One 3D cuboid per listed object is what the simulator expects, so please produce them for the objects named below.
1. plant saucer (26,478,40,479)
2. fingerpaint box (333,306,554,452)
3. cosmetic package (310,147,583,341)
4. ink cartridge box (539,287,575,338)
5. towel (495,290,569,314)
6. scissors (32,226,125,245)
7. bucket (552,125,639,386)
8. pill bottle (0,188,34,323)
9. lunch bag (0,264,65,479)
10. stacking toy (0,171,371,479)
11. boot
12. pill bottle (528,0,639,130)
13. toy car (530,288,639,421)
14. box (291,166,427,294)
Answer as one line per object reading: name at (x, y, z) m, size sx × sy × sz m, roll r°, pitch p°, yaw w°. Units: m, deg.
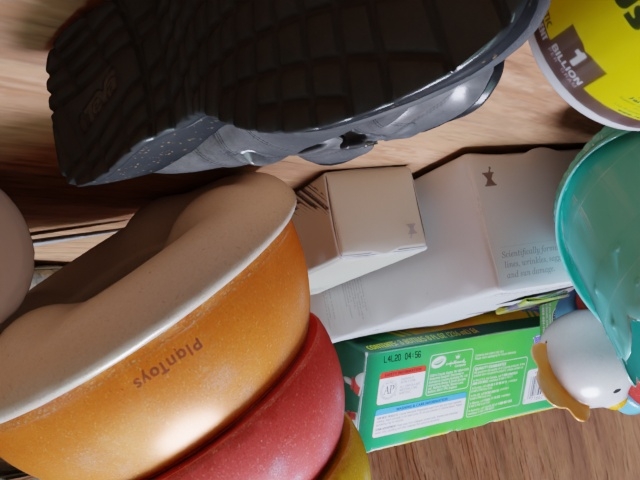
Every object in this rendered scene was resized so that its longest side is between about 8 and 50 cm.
plant saucer at (-0.337, 0.296, 1.154) m, size 0.119 × 0.021 × 0.119 m, roll -10°, pitch 170°, yaw -2°
fingerpaint box at (0.132, 0.154, 1.540) m, size 0.445 × 0.163 × 0.371 m, roll -4°, pitch -162°, yaw -34°
cosmetic package at (0.158, 0.015, 1.165) m, size 0.217 × 0.156 × 0.385 m, roll -7°, pitch 171°, yaw -30°
ink cartridge box at (0.442, 0.049, 1.317) m, size 0.121 × 0.211 × 0.289 m, roll 7°, pitch 170°, yaw -30°
towel at (0.242, 0.071, 1.103) m, size 0.060 × 0.009 × 0.083 m, roll -9°, pitch 170°, yaw -15°
scissors at (-0.349, 0.011, 0.983) m, size 0.297 × 0.021 × 0.109 m, roll -10°, pitch 169°, yaw 5°
bucket at (0.363, -0.005, 0.889) m, size 0.281 × 0.183 × 0.281 m, roll -13°, pitch 139°, yaw -11°
pill bottle at (-0.353, 0.034, 0.779) m, size 0.245 × 0.130 × 0.130 m, roll -18°, pitch 168°, yaw 39°
lunch bag at (-0.425, 0.181, 1.213) m, size 0.305 × 0.256 × 0.212 m, roll -14°, pitch 170°, yaw 25°
stacking toy at (-0.076, 0.211, 0.869) m, size 0.350 × 0.480 × 0.350 m, roll -29°, pitch -167°, yaw 7°
boot at (0.024, -0.103, 0.491) m, size 0.223 × 0.118 × 0.338 m, roll -7°, pitch -178°, yaw -39°
pill bottle at (0.187, -0.132, 0.407) m, size 0.117 × 0.117 × 0.215 m, roll -7°, pitch 170°, yaw -21°
toy car at (0.341, 0.142, 1.114) m, size 0.238 × 0.210 × 0.219 m, roll -30°, pitch 172°, yaw -30°
box at (0.000, 0.000, 1.090) m, size 0.113 × 0.094 × 0.275 m, roll -6°, pitch 170°, yaw -28°
